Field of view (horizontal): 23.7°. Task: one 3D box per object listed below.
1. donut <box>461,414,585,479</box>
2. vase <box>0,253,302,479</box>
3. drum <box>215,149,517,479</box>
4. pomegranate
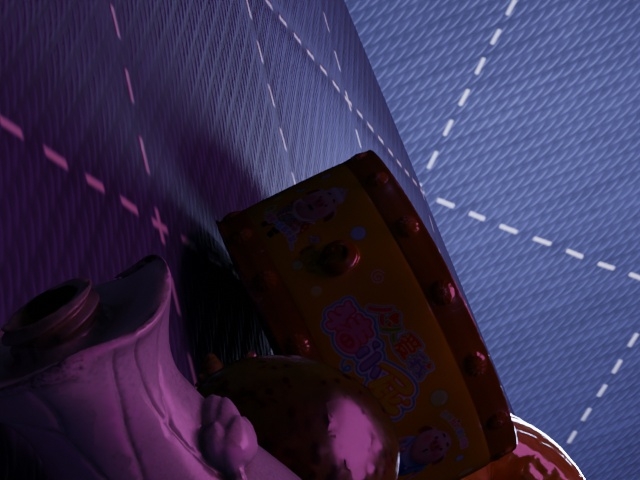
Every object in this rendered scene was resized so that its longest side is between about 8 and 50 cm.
[{"bbox_3d":[0.262,0.432,2.282,0.449,0.198,0.449,31,33,-23],"label":"donut"},{"bbox_3d":[-0.096,0.232,1.163,0.445,0.250,0.250,61,14,-17],"label":"vase"},{"bbox_3d":[0.054,0.116,1.842,0.431,0.214,0.431,64,-2,4],"label":"drum"},{"bbox_3d":[-0.036,0.195,1.490,0.286,0.230,0.231,-85,154,-62],"label":"pomegranate"}]
